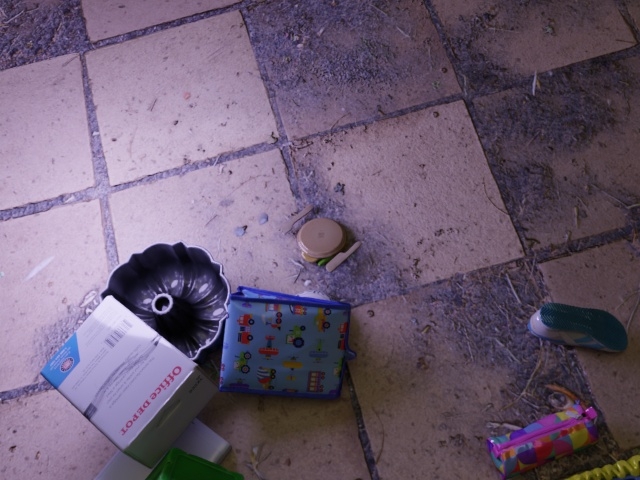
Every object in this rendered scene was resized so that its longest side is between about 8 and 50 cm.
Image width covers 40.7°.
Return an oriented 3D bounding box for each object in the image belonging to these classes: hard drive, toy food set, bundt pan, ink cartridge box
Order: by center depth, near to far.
[{"bbox_3d":[-0.404,0.296,1.827,0.307,0.129,0.223,31,74,33],"label":"ink cartridge box"},{"bbox_3d":[-0.371,0.524,1.924,0.203,0.040,0.307,32,71,20],"label":"hard drive"},{"bbox_3d":[-0.354,0.172,2.041,0.331,0.124,0.330,-4,64,9],"label":"bundt pan"},{"bbox_3d":[0.000,0.000,2.150,0.132,0.038,0.192,-39,61,-21],"label":"toy food set"}]

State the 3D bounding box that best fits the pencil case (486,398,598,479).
[{"bbox_3d":[0.477,0.427,1.849,0.237,0.104,0.104,-22,64,-4],"label":"pencil case"}]

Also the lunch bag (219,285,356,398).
[{"bbox_3d":[-0.064,0.236,1.942,0.294,0.138,0.220,7,96,4],"label":"lunch bag"}]

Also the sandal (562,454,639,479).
[{"bbox_3d":[0.590,0.536,1.773,0.318,0.126,0.138,-16,67,-1],"label":"sandal"}]

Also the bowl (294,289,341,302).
[{"bbox_3d":[-0.021,0.179,2.035,0.170,0.080,0.170,-2,63,4],"label":"bowl"}]

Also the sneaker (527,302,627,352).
[{"bbox_3d":[0.585,0.202,1.959,0.229,0.092,0.087,17,63,-7],"label":"sneaker"}]

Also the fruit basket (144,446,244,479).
[{"bbox_3d":[-0.291,0.657,1.702,0.283,0.392,0.392,24,67,-5],"label":"fruit basket"}]
